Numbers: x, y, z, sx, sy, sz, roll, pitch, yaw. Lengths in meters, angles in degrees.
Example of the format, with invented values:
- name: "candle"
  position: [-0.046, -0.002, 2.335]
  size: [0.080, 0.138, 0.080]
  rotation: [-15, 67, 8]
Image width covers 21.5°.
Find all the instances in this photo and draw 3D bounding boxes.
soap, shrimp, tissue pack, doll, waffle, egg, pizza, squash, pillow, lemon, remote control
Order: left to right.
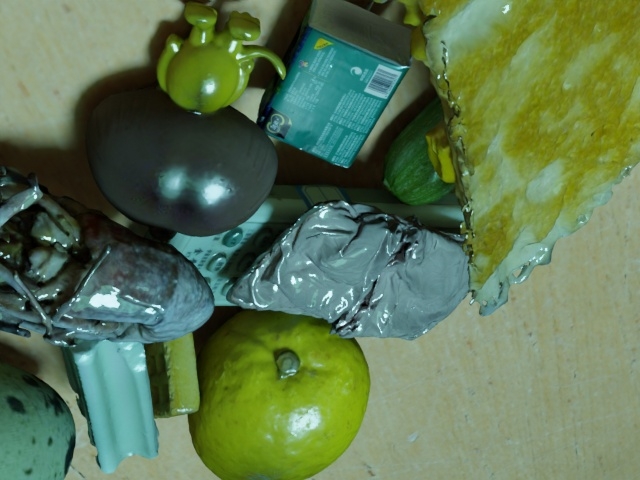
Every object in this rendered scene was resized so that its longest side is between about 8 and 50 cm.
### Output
- name: "egg"
  position: [-0.307, 0.181, 1.409]
  size: [0.228, 0.177, 0.177]
  rotation: [-13, 148, -43]
- name: "shrimp"
  position: [-0.230, 0.005, 1.222]
  size: [0.343, 0.145, 0.116]
  rotation: [20, 88, -28]
- name: "soap"
  position: [-0.184, 0.100, 1.432]
  size: [0.063, 0.115, 0.198]
  rotation: [-18, 148, -12]
- name: "waffle"
  position: [-0.157, 0.108, 1.558]
  size: [0.032, 0.125, 0.191]
  rotation: [-7, 177, -23]
- name: "doll"
  position: [-0.088, -0.082, 1.254]
  size: [0.145, 0.096, 0.188]
  rotation: [33, 109, -25]
- name: "lemon"
  position: [-0.041, 0.142, 1.542]
  size: [0.170, 0.170, 0.207]
  rotation: [-11, 158, -21]
- name: "remote control"
  position: [0.000, 0.000, 1.457]
  size: [0.335, 0.066, 0.128]
  rotation: [2, 137, -35]
- name: "tissue pack"
  position: [0.012, -0.129, 1.282]
  size: [0.085, 0.079, 0.111]
  rotation: [22, 132, -9]
- name: "pillow"
  position: [0.046, 0.033, 1.430]
  size: [0.248, 0.049, 0.135]
  rotation: [12, 127, -48]
- name: "squash"
  position: [0.132, -0.109, 1.388]
  size: [0.077, 0.068, 0.219]
  rotation: [11, 132, -41]
- name: "pizza"
  position: [0.215, -0.186, 1.249]
  size: [0.392, 0.080, 0.435]
  rotation: [-38, 145, -15]
